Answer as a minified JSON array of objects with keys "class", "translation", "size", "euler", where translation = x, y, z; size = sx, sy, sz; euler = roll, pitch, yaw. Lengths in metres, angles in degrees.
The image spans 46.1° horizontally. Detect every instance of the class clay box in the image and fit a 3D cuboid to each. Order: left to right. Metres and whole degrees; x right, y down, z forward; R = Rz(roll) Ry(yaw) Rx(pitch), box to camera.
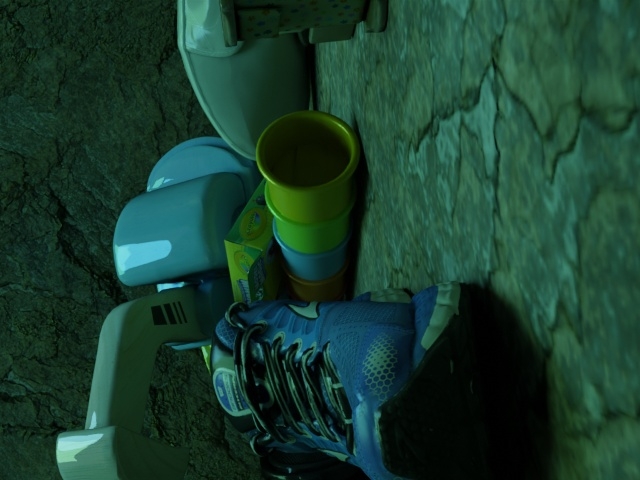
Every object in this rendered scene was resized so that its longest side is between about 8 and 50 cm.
[{"class":"clay box","translation":[-0.053,-0.010,0.903],"size":[0.127,0.053,0.222],"euler":[89,-156,-48]}]

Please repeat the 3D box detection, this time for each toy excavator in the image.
[{"class":"toy excavator","translation":[-0.177,0.068,0.965],"size":[0.445,0.223,0.432],"euler":[2,-103,-64]}]

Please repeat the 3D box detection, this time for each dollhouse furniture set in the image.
[{"class":"dollhouse furniture set","translation":[-0.056,-0.173,0.565],"size":[0.161,0.182,0.101],"euler":[110,152,-77]}]

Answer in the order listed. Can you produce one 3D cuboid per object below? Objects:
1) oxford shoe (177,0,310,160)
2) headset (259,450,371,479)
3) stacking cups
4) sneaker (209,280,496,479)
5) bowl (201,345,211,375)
[{"class":"oxford shoe","translation":[-0.083,-0.297,0.892],"size":[0.130,0.169,0.449],"euler":[36,137,52]},{"class":"headset","translation":[-0.016,0.313,0.806],"size":[0.394,0.185,0.243],"euler":[65,-166,-69]},{"class":"stacking cups","translation":[0.000,0.000,0.805],"size":[0.316,0.096,0.096],"euler":[82,178,-58]},{"class":"sneaker","translation":[0.009,0.094,0.454],"size":[0.330,0.147,0.129],"euler":[141,122,-83]},{"class":"bowl","translation":[-0.098,0.199,1.464],"size":[0.289,0.156,0.289],"euler":[59,-163,-30]}]
